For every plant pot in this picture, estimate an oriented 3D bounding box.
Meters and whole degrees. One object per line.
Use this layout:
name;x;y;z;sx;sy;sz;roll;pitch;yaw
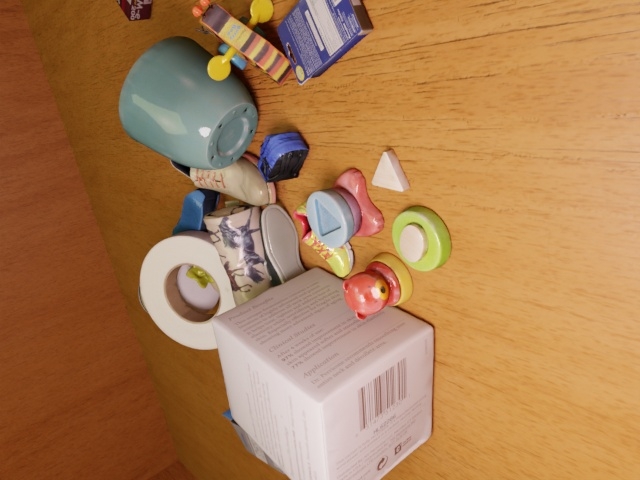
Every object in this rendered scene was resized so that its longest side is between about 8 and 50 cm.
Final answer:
plant pot;-0.300;-0.311;1.300;0.235;0.293;0.293;35;138;16

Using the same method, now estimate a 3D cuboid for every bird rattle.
bird rattle;-0.313;0.133;1.731;0.253;0.143;0.207;47;126;20

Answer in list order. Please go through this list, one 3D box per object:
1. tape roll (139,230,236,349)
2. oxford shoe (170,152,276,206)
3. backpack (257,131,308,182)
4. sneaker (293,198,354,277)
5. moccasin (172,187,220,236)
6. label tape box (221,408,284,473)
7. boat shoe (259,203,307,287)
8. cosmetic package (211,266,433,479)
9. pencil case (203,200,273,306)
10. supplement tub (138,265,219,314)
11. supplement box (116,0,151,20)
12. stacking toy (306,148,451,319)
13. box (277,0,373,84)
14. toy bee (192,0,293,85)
tape roll;-0.391;0.160;1.675;0.392;0.072;0.391;5;107;17
oxford shoe;-0.273;-0.171;1.455;0.397;0.147;0.140;27;130;43
backpack;-0.093;-0.204;1.234;0.101;0.098;0.120;61;147;13
sneaker;0.000;0.000;1.238;0.081;0.094;0.208;-33;84;55
moccasin;-0.394;-0.048;1.736;0.137;0.117;0.342;46;139;6
label tape box;-0.120;0.554;1.619;0.334;0.241;0.105;-4;109;55
boat shoe;-0.107;0.052;1.400;0.091;0.114;0.302;-3;107;49
cosmetic package;0.007;0.316;1.215;0.394;0.330;0.327;25;130;45
pencil case;-0.196;0.085;1.499;0.183;0.160;0.410;-147;39;-77
supplement tub;-0.524;0.186;1.950;0.316;0.228;0.228;-9;103;56
supplement box;-0.587;-0.790;1.565;0.239;0.073;0.130;55;145;14
stacking toy;0.096;-0.006;1.071;0.308;0.130;0.279;59;146;9
box;0.000;-0.415;1.028;0.225;0.037;0.136;-20;93;55
toy bee;-0.204;-0.446;1.148;0.299;0.162;0.195;17;87;23
